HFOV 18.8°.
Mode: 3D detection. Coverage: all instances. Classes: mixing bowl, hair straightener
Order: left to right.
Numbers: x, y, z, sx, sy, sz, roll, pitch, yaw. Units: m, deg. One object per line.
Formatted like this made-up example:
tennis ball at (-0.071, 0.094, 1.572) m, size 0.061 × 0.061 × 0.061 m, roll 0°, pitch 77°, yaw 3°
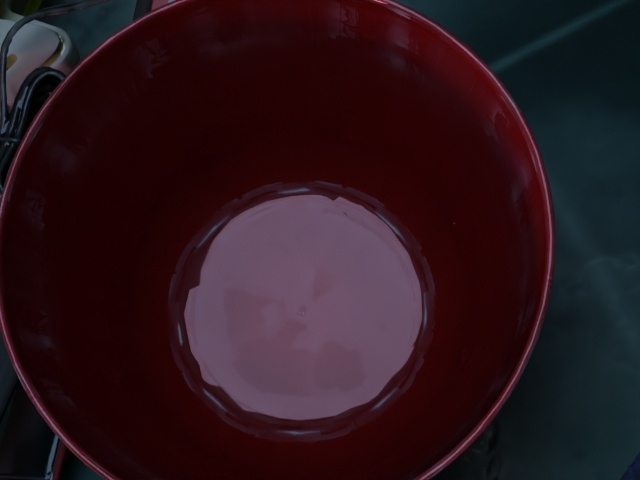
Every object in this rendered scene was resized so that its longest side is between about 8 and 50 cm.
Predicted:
hair straightener at (-0.118, -0.011, 0.809) m, size 0.047 × 0.089 × 0.230 m, roll 3°, pitch 69°, yaw 45°
mixing bowl at (-0.012, 0.013, 0.658) m, size 0.181 × 0.098 × 0.181 m, roll -1°, pitch 75°, yaw 5°

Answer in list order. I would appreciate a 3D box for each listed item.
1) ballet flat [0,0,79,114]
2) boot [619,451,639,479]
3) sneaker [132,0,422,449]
ballet flat at (-0.139, -0.112, 0.873) m, size 0.077 × 0.077 × 0.231 m, roll 14°, pitch 71°, yaw 6°
boot at (0.119, 0.130, 0.662) m, size 0.086 × 0.069 × 0.190 m, roll 31°, pitch 49°, yaw 32°
sneaker at (0.000, 0.001, 0.771) m, size 0.136 × 0.116 × 0.313 m, roll -3°, pitch 74°, yaw 7°
